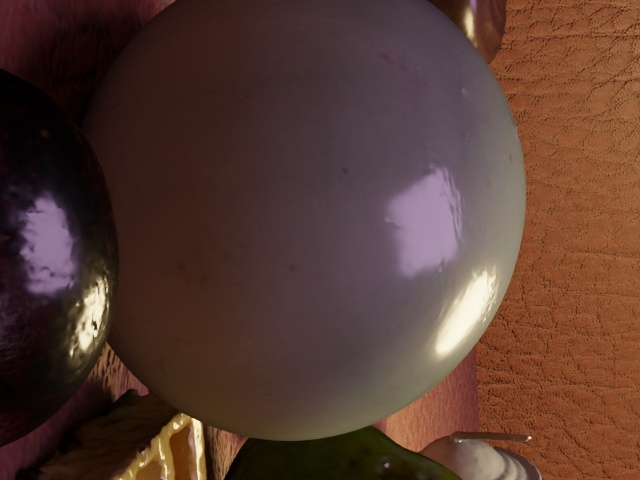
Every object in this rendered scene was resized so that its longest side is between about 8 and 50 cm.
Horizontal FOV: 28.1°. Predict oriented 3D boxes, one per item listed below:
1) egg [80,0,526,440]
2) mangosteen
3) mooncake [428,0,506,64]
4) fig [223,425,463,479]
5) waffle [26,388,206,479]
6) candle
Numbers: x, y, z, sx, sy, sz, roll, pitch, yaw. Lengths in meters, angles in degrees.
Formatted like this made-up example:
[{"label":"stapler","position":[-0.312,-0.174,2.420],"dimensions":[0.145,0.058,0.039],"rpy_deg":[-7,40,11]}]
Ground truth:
[{"label":"egg","position":[-0.008,-0.034,0.682],"dimensions":[0.371,0.229,0.230],"rpy_deg":[-74,160,-70]},{"label":"mangosteen","position":[-0.130,0.009,0.389],"dimensions":[0.140,0.140,0.140],"rpy_deg":[-1,90,-79]},{"label":"mooncake","position":[0.162,-0.391,1.722],"dimensions":[0.326,0.174,0.334],"rpy_deg":[-51,140,-69]},{"label":"fig","position":[-0.015,0.252,0.841],"dimensions":[0.275,0.206,0.206],"rpy_deg":[-54,159,-10]},{"label":"waffle","position":[-0.104,0.210,0.615],"dimensions":[0.248,0.055,0.221],"rpy_deg":[-45,133,-75]},{"label":"candle","position":[0.179,0.383,1.607],"dimensions":[0.221,0.221,0.343],"rpy_deg":[-59,143,-70]}]
